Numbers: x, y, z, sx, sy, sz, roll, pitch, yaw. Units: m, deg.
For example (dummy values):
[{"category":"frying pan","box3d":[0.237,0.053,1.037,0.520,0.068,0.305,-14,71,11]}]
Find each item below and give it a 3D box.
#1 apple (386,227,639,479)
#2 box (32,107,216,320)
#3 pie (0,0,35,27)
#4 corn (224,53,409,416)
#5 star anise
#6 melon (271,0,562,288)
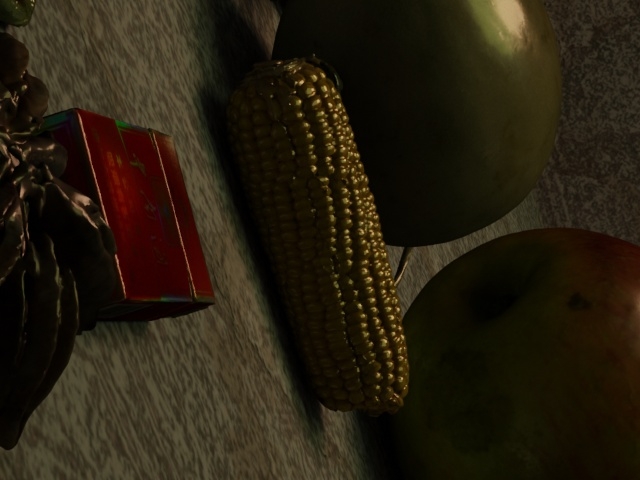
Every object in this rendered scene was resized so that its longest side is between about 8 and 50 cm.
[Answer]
[{"category":"apple","box3d":[0.218,0.146,1.767,0.339,0.339,0.339,-17,90,-78]},{"category":"box","box3d":[-0.116,-0.010,1.127,0.175,0.048,0.112,6,67,-77]},{"category":"pie","box3d":[-0.182,-0.162,1.108,0.085,0.017,0.085,-16,90,-78]},{"category":"corn","box3d":[0.000,0.000,1.526,0.106,0.106,0.293,-53,129,-75]},{"category":"star anise","box3d":[-0.161,-0.020,0.867,0.229,0.093,0.236,54,18,-41]},{"category":"melon","box3d":[0.081,-0.132,1.657,0.308,0.272,0.271,96,-16,-66]}]
